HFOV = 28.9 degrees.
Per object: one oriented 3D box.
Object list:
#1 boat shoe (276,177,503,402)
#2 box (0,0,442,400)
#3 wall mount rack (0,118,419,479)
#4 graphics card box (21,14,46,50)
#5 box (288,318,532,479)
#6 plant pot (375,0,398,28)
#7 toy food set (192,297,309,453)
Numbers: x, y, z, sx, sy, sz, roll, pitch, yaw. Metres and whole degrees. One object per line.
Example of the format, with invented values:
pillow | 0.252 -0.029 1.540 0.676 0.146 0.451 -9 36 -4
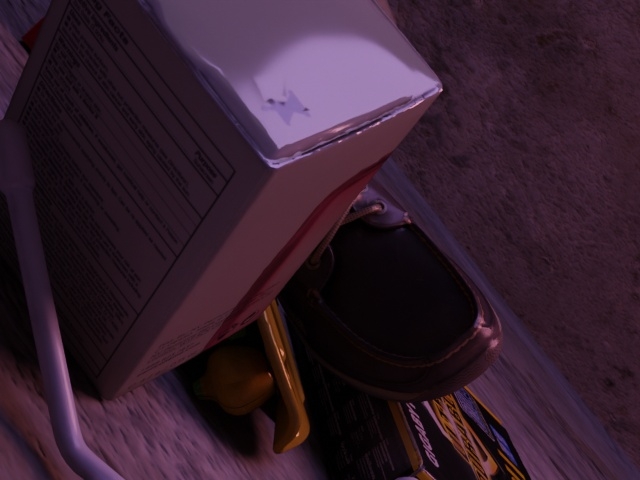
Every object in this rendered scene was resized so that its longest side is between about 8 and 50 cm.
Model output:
boat shoe | 0.000 0.000 0.981 0.355 0.132 0.130 37 -15 46
box | -0.071 -0.047 0.653 0.127 0.232 0.148 -27 74 -41
wall mount rack | -0.100 0.070 0.478 0.304 0.130 0.350 36 5 15
graphics card box | -0.124 -0.241 1.188 0.094 0.233 0.371 49 11 -5
box | 0.099 0.190 1.041 0.257 0.079 0.322 47 10 -25
plant pot | -0.041 -0.297 1.630 0.305 0.334 0.334 61 11 2
toy food set | -0.064 0.060 0.865 0.218 0.071 0.128 -110 -179 -58
